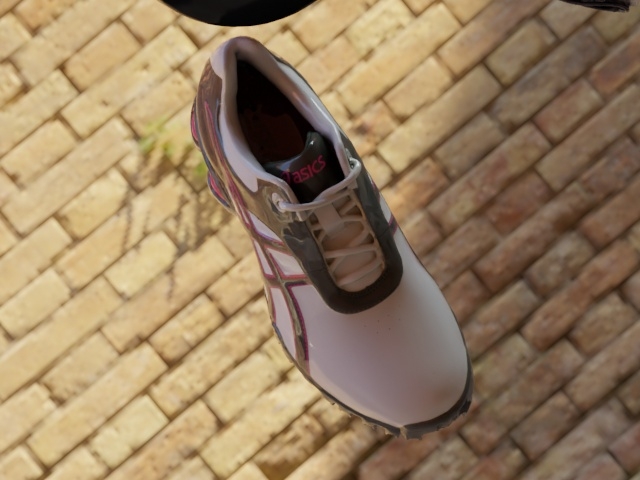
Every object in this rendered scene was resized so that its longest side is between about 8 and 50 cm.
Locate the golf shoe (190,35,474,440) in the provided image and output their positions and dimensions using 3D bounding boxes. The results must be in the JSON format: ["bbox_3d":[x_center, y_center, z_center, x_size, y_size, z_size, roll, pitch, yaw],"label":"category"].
[{"bbox_3d":[0.000,0.000,0.818,0.105,0.273,0.120,-32,-10,-8],"label":"golf shoe"}]

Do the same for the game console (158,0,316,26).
[{"bbox_3d":[-0.026,-0.288,0.626,0.342,0.386,0.060,-24,47,23],"label":"game console"}]

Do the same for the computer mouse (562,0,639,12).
[{"bbox_3d":[0.273,-0.367,1.453,0.072,0.188,0.272,-67,-14,-50],"label":"computer mouse"}]
